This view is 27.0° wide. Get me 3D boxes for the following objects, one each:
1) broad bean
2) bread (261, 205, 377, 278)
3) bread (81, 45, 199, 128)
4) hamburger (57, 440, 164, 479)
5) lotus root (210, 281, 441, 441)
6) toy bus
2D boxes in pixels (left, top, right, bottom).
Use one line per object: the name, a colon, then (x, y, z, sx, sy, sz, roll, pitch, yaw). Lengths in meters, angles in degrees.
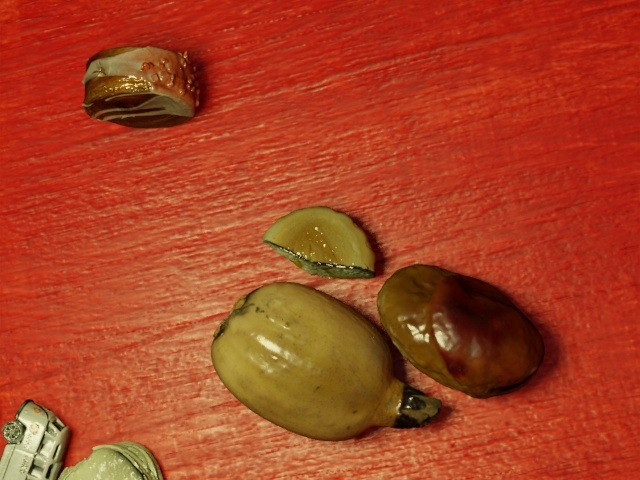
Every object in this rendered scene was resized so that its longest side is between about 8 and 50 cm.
broad bean: (0.182, 0.112, 1.736, 0.228, 0.122, 0.156, 37, 66, 9)
bread: (0.000, 0.000, 1.800, 0.157, 0.083, 0.094, 3, 80, 7)
bread: (-0.245, -0.210, 1.828, 0.160, 0.160, 0.073, -3, 72, 8)
hamburger: (-0.282, 0.343, 1.808, 0.140, 0.062, 0.133, -27, 78, 6)
lotus root: (0.008, 0.172, 1.741, 0.310, 0.183, 0.183, 28, 87, 0)
toy bus: (-0.403, 0.318, 1.819, 0.089, 0.087, 0.194, 19, 85, 3)
